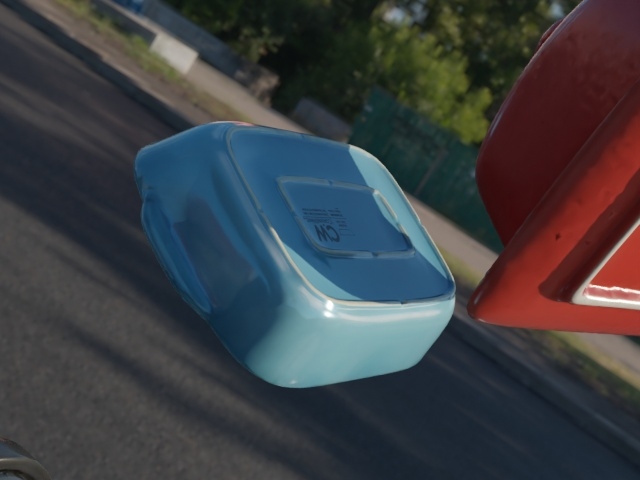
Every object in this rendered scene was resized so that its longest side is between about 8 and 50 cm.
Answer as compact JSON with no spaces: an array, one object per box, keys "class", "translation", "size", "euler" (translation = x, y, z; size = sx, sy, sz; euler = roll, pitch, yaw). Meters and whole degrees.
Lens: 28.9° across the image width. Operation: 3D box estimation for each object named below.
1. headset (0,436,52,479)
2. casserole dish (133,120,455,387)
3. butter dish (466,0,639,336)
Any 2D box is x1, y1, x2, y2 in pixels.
[{"class":"headset","translation":[-0.221,0.079,0.549],"size":[0.243,0.185,0.394],"euler":[35,-6,-6]},{"class":"casserole dish","translation":[0.000,0.000,0.511],"size":[0.188,0.037,0.114],"euler":[2,54,-60]},{"class":"butter dish","translation":[0.129,-0.048,0.505],"size":[0.160,0.160,0.118],"euler":[7,40,-41]}]
